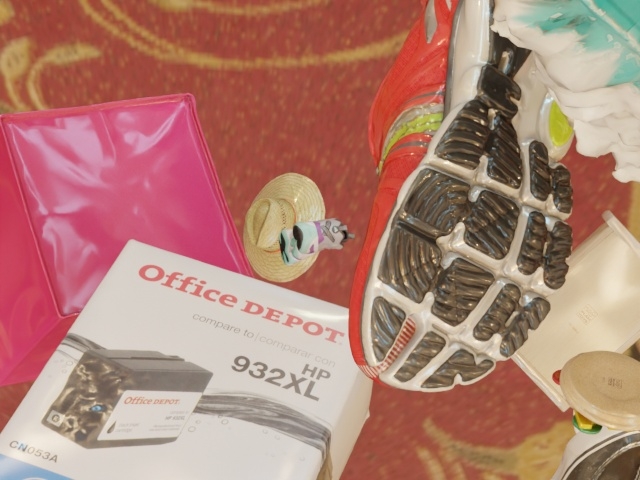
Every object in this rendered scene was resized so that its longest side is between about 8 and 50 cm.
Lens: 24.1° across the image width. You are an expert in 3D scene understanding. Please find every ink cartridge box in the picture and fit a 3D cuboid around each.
[{"bbox_3d":[-0.109,0.167,1.132,0.223,0.129,0.307,17,46,11],"label":"ink cartridge box"}]

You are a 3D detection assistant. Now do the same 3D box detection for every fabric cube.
[{"bbox_3d":[-0.271,-0.001,1.804,0.259,0.258,0.254,-9,72,-32],"label":"fabric cube"}]

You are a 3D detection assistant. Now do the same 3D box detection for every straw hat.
[{"bbox_3d":[-0.065,-0.021,1.931,0.144,0.061,0.145,-7,78,35],"label":"straw hat"}]

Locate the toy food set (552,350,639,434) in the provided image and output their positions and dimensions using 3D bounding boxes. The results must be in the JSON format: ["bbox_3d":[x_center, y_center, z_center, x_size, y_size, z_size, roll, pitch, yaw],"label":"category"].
[{"bbox_3d":[0.212,0.110,1.096,0.082,0.020,0.083,5,39,-9],"label":"toy food set"}]

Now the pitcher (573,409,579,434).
[{"bbox_3d":[0.447,0.208,1.874,0.177,0.207,0.126,-17,106,-47],"label":"pitcher"}]

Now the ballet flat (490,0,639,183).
[{"bbox_3d":[0.145,-0.071,0.510,0.147,0.409,0.147,-19,51,26],"label":"ballet flat"}]

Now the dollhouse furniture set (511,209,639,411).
[{"bbox_3d":[0.278,0.021,1.860,0.198,0.303,0.286,-43,98,9],"label":"dollhouse furniture set"}]

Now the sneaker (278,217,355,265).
[{"bbox_3d":[0.000,0.000,1.491,0.069,0.098,0.038,-8,86,-18],"label":"sneaker"}]

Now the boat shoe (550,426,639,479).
[{"bbox_3d":[0.241,0.229,1.314,0.077,0.219,0.070,2,48,-22],"label":"boat shoe"}]

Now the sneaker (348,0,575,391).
[{"bbox_3d":[0.070,-0.037,0.810,0.107,0.118,0.279,34,59,-25],"label":"sneaker"}]
